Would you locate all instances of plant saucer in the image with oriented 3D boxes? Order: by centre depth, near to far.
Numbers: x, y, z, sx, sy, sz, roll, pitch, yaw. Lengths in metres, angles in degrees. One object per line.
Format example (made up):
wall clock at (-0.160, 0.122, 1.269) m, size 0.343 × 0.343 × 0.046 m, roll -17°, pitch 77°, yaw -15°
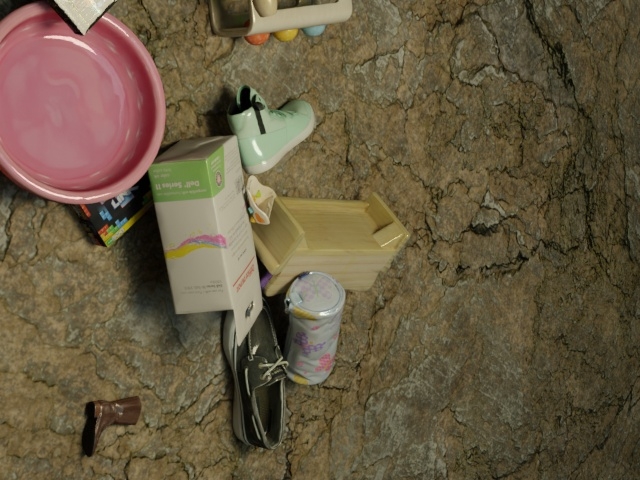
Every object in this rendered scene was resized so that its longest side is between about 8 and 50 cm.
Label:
plant saucer at (-0.415, -0.222, 1.564) m, size 0.332 × 0.084 × 0.332 m, roll 4°, pitch 84°, yaw -38°

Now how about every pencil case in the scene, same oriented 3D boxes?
pencil case at (-0.020, 0.187, 1.979) m, size 0.124 × 0.113 × 0.273 m, roll -30°, pitch 148°, yaw -27°

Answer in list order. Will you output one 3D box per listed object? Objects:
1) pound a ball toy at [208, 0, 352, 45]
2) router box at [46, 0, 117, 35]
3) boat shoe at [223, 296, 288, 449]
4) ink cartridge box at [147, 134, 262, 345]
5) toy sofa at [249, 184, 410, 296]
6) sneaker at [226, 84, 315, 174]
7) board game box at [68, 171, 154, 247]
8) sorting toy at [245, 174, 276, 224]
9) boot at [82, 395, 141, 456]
pound a ball toy at (-0.063, -0.448, 1.833) m, size 0.319 × 0.208 × 0.136 m, roll -21°, pitch 111°, yaw -43°
router box at (-0.386, -0.398, 1.499) m, size 0.092 × 0.038 × 0.122 m, roll -50°, pitch 127°, yaw -15°
boat shoe at (-0.115, 0.269, 1.966) m, size 0.121 × 0.119 × 0.335 m, roll -18°, pitch 110°, yaw -43°
ink cartridge box at (-0.206, 0.001, 1.767) m, size 0.207 × 0.119 × 0.354 m, roll -61°, pitch 145°, yaw -69°
toy sofa at (0.000, 0.000, 2.017) m, size 0.362 × 0.150 × 0.177 m, roll 0°, pitch 133°, yaw -46°
sneaker at (-0.095, -0.256, 1.885) m, size 0.256 × 0.094 × 0.151 m, roll -55°, pitch 134°, yaw -48°
board game box at (-0.365, -0.096, 1.697) m, size 0.170 × 0.048 × 0.141 m, roll -48°, pitch 129°, yaw -29°
sorting toy at (-0.122, -0.082, 1.821) m, size 0.083 × 0.044 × 0.075 m, roll -79°, pitch 153°, yaw -49°
boot at (-0.381, 0.343, 1.769) m, size 0.114 × 0.037 × 0.106 m, roll 6°, pitch 95°, yaw -51°
